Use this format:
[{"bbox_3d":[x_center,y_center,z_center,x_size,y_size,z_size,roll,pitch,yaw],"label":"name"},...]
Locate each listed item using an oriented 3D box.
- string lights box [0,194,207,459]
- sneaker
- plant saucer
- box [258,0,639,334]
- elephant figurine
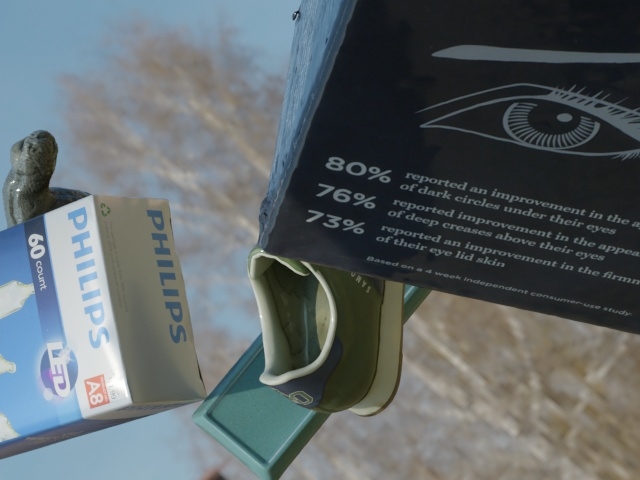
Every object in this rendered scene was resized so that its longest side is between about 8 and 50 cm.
[{"bbox_3d":[-0.203,0.069,1.175,0.259,0.133,0.077,-20,-13,34],"label":"string lights box"},{"bbox_3d":[0.000,0.000,0.999,0.064,0.192,0.086,-8,-10,44],"label":"sneaker"},{"bbox_3d":[0.005,0.055,1.110,0.192,0.067,0.018,-50,-11,-6],"label":"plant saucer"},{"bbox_3d":[0.076,-0.074,0.578,0.207,0.153,0.108,114,167,-56],"label":"box"},{"bbox_3d":[-0.235,0.023,1.634,0.239,0.169,0.186,-44,-8,24],"label":"elephant figurine"}]
